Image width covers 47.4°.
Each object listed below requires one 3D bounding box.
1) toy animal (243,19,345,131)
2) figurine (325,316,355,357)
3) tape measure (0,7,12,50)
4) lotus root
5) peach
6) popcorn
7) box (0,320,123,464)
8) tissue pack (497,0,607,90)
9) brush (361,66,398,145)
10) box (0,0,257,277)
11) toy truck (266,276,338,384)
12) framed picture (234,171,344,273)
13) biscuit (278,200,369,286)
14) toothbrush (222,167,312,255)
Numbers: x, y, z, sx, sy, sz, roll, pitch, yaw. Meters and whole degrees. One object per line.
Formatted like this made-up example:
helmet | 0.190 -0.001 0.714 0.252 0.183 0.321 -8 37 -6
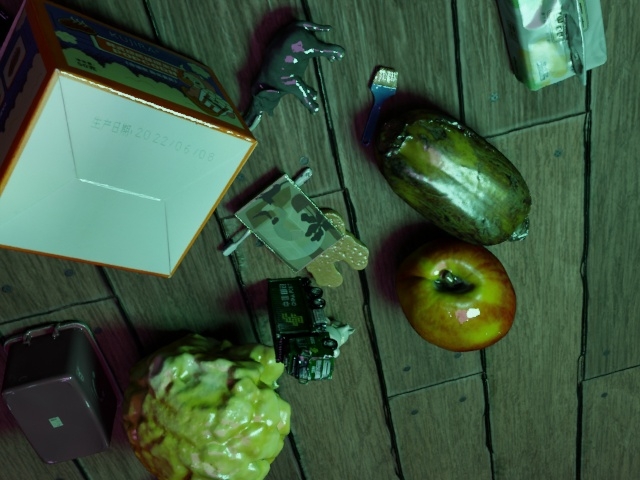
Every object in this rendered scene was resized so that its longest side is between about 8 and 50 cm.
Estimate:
toy animal | -0.062 -0.283 1.331 0.137 0.082 0.270 26 119 -22
figurine | 0.026 0.203 1.674 0.081 0.146 0.098 -27 94 23
tape measure | -0.594 -0.307 1.190 0.199 0.112 0.186 25 114 -26
lotus root | 0.274 -0.115 1.448 0.397 0.179 0.196 32 114 -28
peach | 0.291 0.119 1.581 0.280 0.281 0.238 25 77 -25
popcorn | -0.254 0.386 1.584 0.344 0.354 0.390 18 121 -32
box | -0.568 0.341 1.597 0.193 0.168 0.294 -13 125 0
tissue pack | 0.423 -0.396 1.309 0.159 0.145 0.230 -22 125 4
brush | 0.109 -0.258 1.421 0.051 0.014 0.164 8 122 -15
box | -0.353 -0.156 1.190 0.348 0.257 0.319 13 121 -41
toy truck | -0.042 0.184 1.538 0.121 0.259 0.088 -2 124 -10
framed picture | -0.062 -0.031 1.505 0.136 0.010 0.201 -37 120 11
biscuit | -0.003 0.001 1.559 0.144 0.040 0.236 -39 118 6
toothbrush | -0.111 -0.056 1.504 0.263 0.026 0.022 -41 128 17
